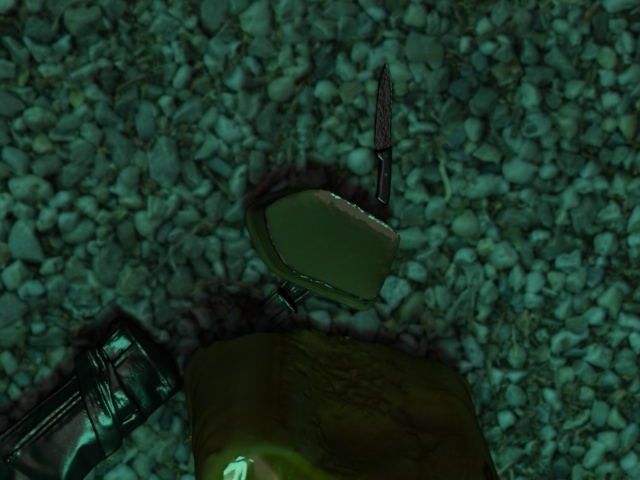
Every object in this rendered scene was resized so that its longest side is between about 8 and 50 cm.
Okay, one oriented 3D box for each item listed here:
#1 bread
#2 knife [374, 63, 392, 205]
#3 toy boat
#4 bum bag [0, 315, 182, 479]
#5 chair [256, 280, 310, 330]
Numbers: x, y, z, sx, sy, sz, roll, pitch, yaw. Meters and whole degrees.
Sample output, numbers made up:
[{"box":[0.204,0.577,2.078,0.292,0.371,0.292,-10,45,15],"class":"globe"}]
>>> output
[{"box":[0.011,0.295,1.414,0.360,0.394,0.250,13,113,-10],"class":"bread"},{"box":[0.076,-0.127,1.531,0.023,0.010,0.170,0,97,-11],"class":"knife"},{"box":[0.000,0.000,1.504,0.188,0.061,0.116,24,81,-9],"class":"toy boat"},{"box":[-0.285,0.210,1.524,0.248,0.060,0.123,-42,101,0],"class":"bum bag"},{"box":[-0.038,0.068,1.533,0.086,0.042,0.037,-42,104,2],"class":"chair"}]
